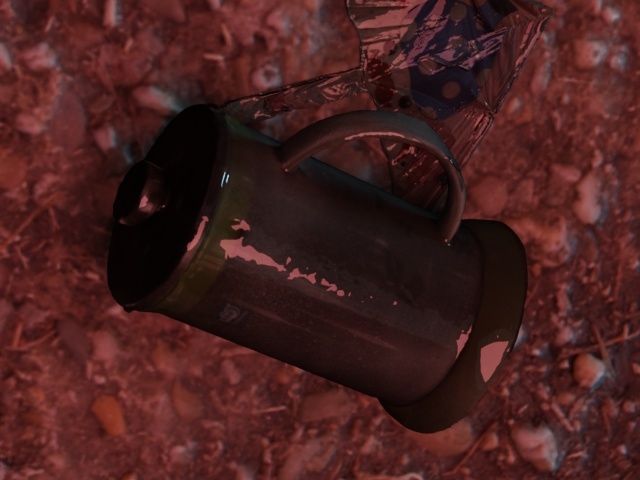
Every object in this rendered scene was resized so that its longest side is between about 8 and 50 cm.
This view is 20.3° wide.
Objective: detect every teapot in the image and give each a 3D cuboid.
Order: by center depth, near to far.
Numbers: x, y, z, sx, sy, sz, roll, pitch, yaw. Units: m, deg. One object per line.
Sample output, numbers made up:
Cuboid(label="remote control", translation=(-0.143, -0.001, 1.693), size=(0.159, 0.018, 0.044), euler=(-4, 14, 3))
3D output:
Cuboid(label="teapot", translation=(0.000, 0.000, 1.499), size=(0.337, 0.200, 0.270), euler=(23, 125, -26))

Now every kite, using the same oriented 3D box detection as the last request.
Cuboid(label="kite", translation=(0.063, -0.145, 1.565), size=(0.314, 0.011, 0.335), euler=(-20, 120, -9))
